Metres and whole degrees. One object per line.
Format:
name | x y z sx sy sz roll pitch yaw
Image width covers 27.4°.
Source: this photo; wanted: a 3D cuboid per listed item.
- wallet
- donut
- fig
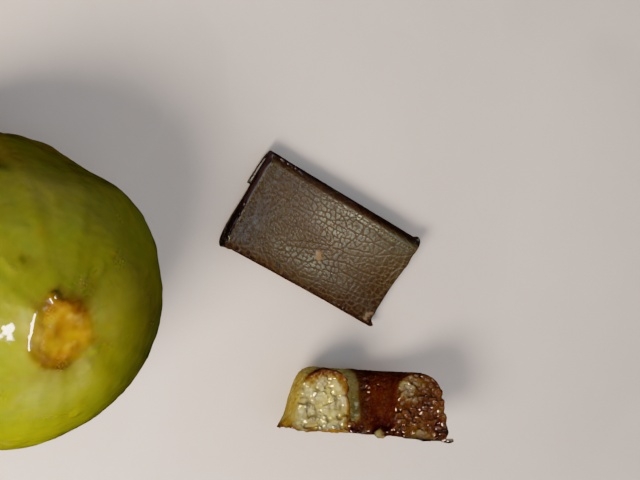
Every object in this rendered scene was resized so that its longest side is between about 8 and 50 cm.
wallet | 0.000 0.000 1.644 0.243 0.039 0.132 29 90 -28
donut | 0.041 0.202 1.640 0.217 0.141 0.085 7 84 -28
fig | -0.311 0.059 1.319 0.343 0.343 0.343 -4 99 -27
